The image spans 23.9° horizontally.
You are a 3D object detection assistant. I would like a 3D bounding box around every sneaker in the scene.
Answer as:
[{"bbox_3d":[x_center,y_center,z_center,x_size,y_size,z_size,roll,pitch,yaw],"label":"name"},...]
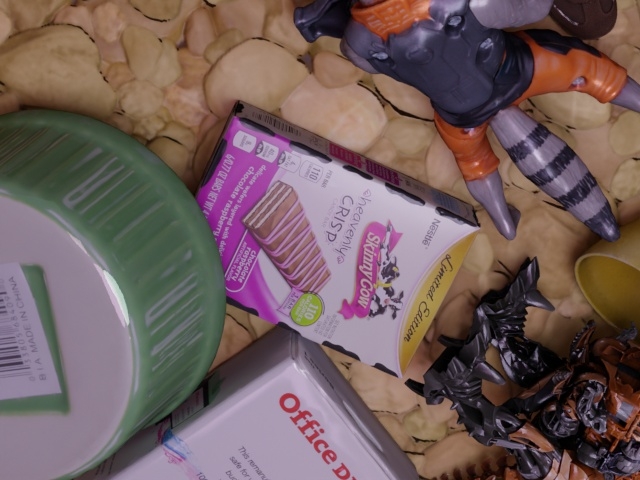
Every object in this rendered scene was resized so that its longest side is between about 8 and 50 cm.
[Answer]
[{"bbox_3d":[0.195,-0.247,1.242,0.066,0.071,0.188,-23,105,8],"label":"sneaker"}]

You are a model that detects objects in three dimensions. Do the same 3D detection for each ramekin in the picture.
[{"bbox_3d":[-0.244,0.055,1.257,0.303,0.148,0.303,6,110,15],"label":"ramekin"}]

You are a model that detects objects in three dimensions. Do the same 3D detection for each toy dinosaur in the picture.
[{"bbox_3d":[0.197,0.154,1.307,0.322,0.164,0.218,-43,93,19],"label":"toy dinosaur"}]

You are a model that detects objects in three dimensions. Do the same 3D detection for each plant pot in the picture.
[{"bbox_3d":[0.302,0.026,1.309,0.134,0.134,0.095,47,72,-13],"label":"plant pot"}]

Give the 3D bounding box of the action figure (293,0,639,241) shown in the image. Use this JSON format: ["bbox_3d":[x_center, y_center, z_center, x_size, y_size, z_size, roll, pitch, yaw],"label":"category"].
[{"bbox_3d":[0.157,-0.161,1.179,0.341,0.178,0.330,-30,128,32],"label":"action figure"}]

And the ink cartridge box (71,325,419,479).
[{"bbox_3d":[-0.073,0.233,1.370,0.278,0.117,0.201,-35,104,11],"label":"ink cartridge box"}]

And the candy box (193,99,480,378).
[{"bbox_3d":[0.000,0.000,1.320,0.233,0.071,0.159,23,106,-7],"label":"candy box"}]
